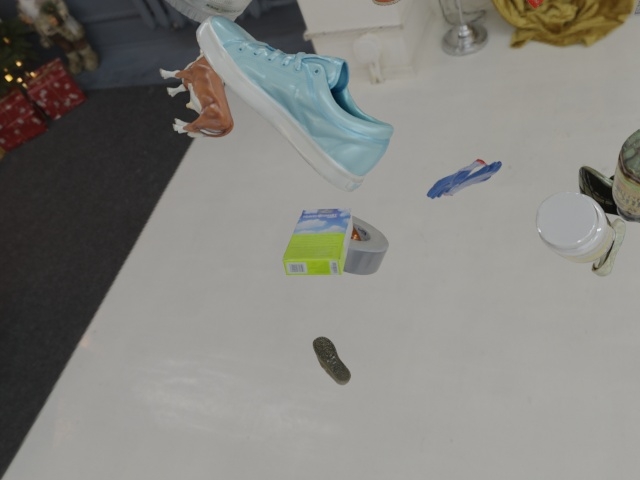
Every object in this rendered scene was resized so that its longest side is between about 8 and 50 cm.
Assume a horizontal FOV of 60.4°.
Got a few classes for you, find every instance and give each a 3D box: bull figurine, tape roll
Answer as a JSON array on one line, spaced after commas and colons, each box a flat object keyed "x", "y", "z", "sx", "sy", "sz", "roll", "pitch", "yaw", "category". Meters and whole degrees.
[{"x": -0.351, "y": -0.436, "z": 1.601, "sx": 0.188, "sy": 0.101, "sz": 0.310, "roll": -15, "pitch": 72, "yaw": -4, "category": "bull figurine"}, {"x": 0.067, "y": 0.001, "z": 1.446, "sx": 0.219, "sy": 0.219, "sz": 0.072, "roll": 46, "pitch": 122, "yaw": 41, "category": "tape roll"}]

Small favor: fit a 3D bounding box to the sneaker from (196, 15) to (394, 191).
[{"x": -0.030, "y": -0.254, "z": 0.877, "sx": 0.150, "sy": 0.366, "sz": 0.135, "roll": -46, "pitch": 0, "yaw": 24, "category": "sneaker"}]

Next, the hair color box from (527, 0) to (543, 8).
[{"x": 0.504, "y": -0.573, "z": 1.179, "sx": 0.141, "sy": 0.043, "sz": 0.072, "roll": -44, "pitch": 9, "yaw": 39, "category": "hair color box"}]

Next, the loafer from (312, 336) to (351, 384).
[{"x": 0.024, "y": 0.304, "z": 1.371, "sx": 0.056, "sy": 0.050, "sz": 0.148, "roll": -18, "pitch": 49, "yaw": -19, "category": "loafer"}]

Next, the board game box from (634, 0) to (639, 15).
[{"x": 0.761, "y": -0.620, "z": 1.121, "sx": 0.066, "sy": 0.318, "sz": 0.318, "roll": 17, "pitch": 27, "yaw": 13, "category": "board game box"}]

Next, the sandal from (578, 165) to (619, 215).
[{"x": 0.859, "y": -0.132, "z": 1.579, "sx": 0.086, "sy": 0.120, "sz": 0.303, "roll": -19, "pitch": 31, "yaw": -14, "category": "sandal"}]

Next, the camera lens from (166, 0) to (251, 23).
[{"x": -0.201, "y": -0.612, "z": 1.120, "sx": 0.274, "sy": 0.219, "sz": 0.219, "roll": -43, "pitch": 34, "yaw": 41, "category": "camera lens"}]

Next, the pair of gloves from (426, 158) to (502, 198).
[{"x": 0.349, "y": -0.145, "z": 1.322, "sx": 0.159, "sy": 0.198, "sz": 0.023, "roll": -33, "pitch": 73, "yaw": 34, "category": "pair of gloves"}]

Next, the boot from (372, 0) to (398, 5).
[{"x": 0.194, "y": -0.640, "z": 1.359, "sx": 0.158, "sy": 0.084, "sz": 0.059, "roll": -15, "pitch": 71, "yaw": 20, "category": "boot"}]

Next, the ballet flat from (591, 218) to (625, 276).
[{"x": 0.784, "y": 0.016, "z": 1.500, "sx": 0.057, "sy": 0.052, "sz": 0.168, "roll": -167, "pitch": 92, "yaw": -74, "category": "ballet flat"}]

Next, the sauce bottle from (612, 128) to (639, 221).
[{"x": 0.650, "y": -0.114, "z": 1.106, "sx": 0.111, "sy": 0.344, "sz": 0.111, "roll": -7, "pitch": 73, "yaw": 24, "category": "sauce bottle"}]

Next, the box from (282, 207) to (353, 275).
[{"x": 0.000, "y": 0.000, "z": 1.063, "sx": 0.109, "sy": 0.042, "sz": 0.178, "roll": -1, "pitch": 33, "yaw": 13, "category": "box"}]

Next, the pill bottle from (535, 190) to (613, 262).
[{"x": 0.481, "y": -0.024, "z": 1.042, "sx": 0.119, "sy": 0.208, "sz": 0.119, "roll": -6, "pitch": 78, "yaw": 32, "category": "pill bottle"}]
